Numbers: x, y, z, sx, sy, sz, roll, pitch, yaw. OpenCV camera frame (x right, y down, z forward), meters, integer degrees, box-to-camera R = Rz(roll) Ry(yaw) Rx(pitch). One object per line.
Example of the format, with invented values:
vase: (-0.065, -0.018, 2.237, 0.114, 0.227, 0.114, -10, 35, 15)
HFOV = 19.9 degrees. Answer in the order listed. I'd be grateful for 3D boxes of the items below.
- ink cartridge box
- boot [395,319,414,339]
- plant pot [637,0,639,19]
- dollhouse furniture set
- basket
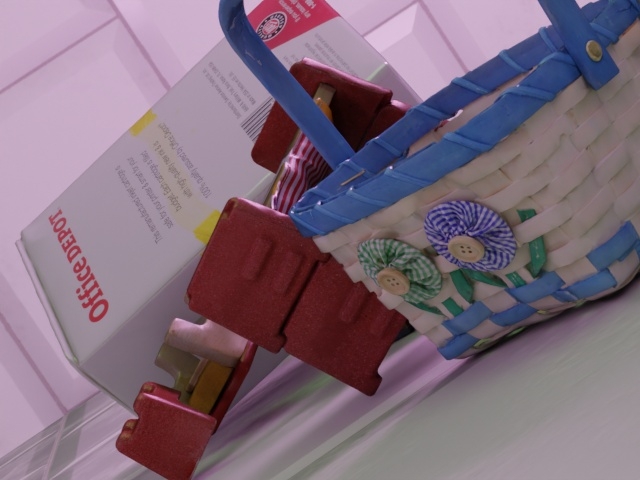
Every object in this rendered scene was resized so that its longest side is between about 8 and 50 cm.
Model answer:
ink cartridge box: (-0.077, -0.033, 1.722, 0.384, 0.160, 0.279, -43, 33, 4)
boot: (0.092, -0.002, 1.470, 0.219, 0.106, 0.082, -32, 3, 27)
plant pot: (0.298, -0.257, 1.206, 0.341, 0.334, 0.341, -33, 3, 2)
dollhouse furniture set: (-0.032, 0.066, 1.404, 0.201, 0.152, 0.374, -68, 4, -48)
basket: (0.084, -0.086, 1.127, 0.201, 0.289, 0.255, -36, 2, -37)
